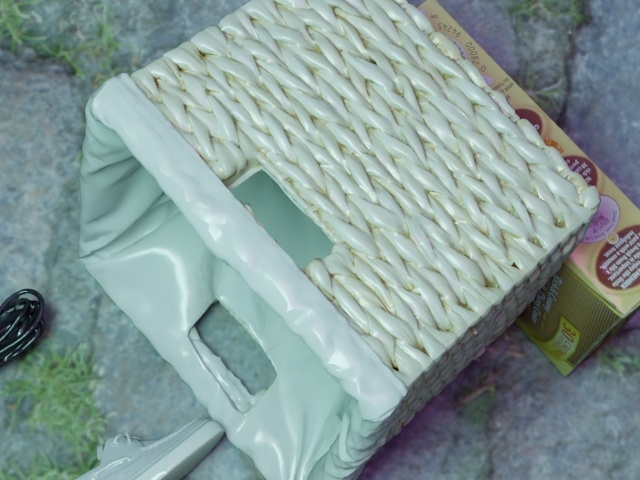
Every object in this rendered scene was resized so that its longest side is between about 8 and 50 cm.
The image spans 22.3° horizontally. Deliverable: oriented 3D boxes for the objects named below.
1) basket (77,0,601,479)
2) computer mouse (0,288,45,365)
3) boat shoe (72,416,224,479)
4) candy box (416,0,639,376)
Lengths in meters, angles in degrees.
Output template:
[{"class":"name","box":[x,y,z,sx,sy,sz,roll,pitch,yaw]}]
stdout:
[{"class":"basket","box":[0.000,0.000,1.331,0.266,0.331,0.328,-38,78,-23]},{"class":"computer mouse","box":[-0.383,0.049,1.408,0.262,0.060,0.184,40,77,5]},{"class":"boat shoe","box":[-0.169,0.197,1.375,0.184,0.066,0.063,-36,76,-5]},{"class":"candy box","box":[0.158,-0.043,1.435,0.087,0.183,0.316,-38,78,-18]}]
